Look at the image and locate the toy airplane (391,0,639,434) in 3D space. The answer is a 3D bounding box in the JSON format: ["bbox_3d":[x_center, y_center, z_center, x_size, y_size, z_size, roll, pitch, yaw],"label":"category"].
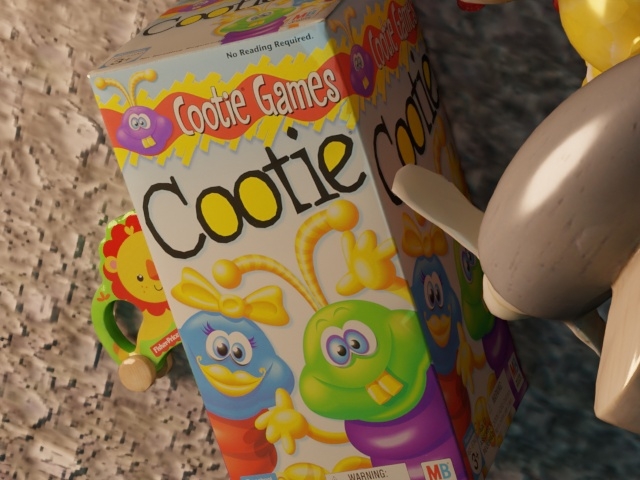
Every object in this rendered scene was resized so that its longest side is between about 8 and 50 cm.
[{"bbox_3d":[0.159,-0.139,0.807,0.272,0.386,0.384,10,101,12],"label":"toy airplane"}]

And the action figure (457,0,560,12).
[{"bbox_3d":[0.096,-0.267,1.004,0.091,0.139,0.280,2,135,15],"label":"action figure"}]

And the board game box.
[{"bbox_3d":[0.000,0.000,1.110,0.144,0.142,0.275,-11,108,22],"label":"board game box"}]

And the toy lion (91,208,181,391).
[{"bbox_3d":[-0.104,0.030,1.225,0.100,0.034,0.096,-37,90,28],"label":"toy lion"}]
